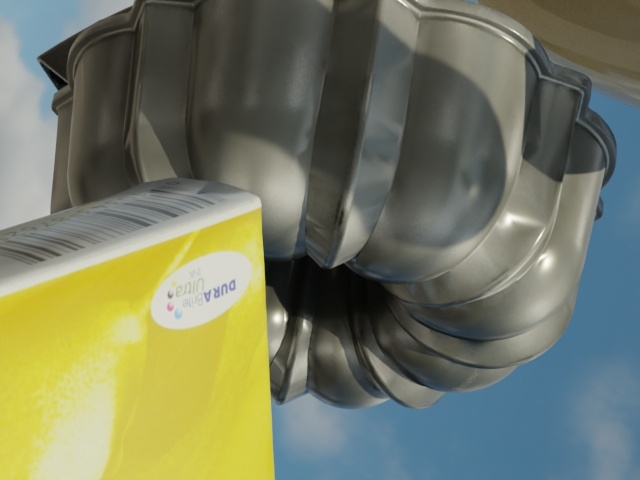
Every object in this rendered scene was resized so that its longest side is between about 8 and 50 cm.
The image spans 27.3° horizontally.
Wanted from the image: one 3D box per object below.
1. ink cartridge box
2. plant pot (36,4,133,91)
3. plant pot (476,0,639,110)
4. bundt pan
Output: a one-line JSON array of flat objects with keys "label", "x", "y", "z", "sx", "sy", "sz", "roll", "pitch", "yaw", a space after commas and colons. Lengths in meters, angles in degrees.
[{"label": "ink cartridge box", "x": -0.125, "y": 0.161, "z": 0.414, "sx": 0.072, "sy": 0.303, "sz": 0.307, "roll": 6, "pitch": -72, "yaw": 36}, {"label": "plant pot", "x": -0.116, "y": -0.126, "z": 1.232, "sx": 0.167, "sy": 0.188, "sz": 0.187, "roll": -43, "pitch": -128, "yaw": -13}, {"label": "plant pot", "x": 0.289, "y": -0.236, "z": 1.214, "sx": 0.274, "sy": 0.256, "sz": 0.256, "roll": 16, "pitch": -93, "yaw": 44}, {"label": "bundt pan", "x": 0.000, "y": 0.000, "z": 0.747, "sx": 0.331, "sy": 0.331, "sz": 0.124, "roll": -32, "pitch": -138, "yaw": 49}]
